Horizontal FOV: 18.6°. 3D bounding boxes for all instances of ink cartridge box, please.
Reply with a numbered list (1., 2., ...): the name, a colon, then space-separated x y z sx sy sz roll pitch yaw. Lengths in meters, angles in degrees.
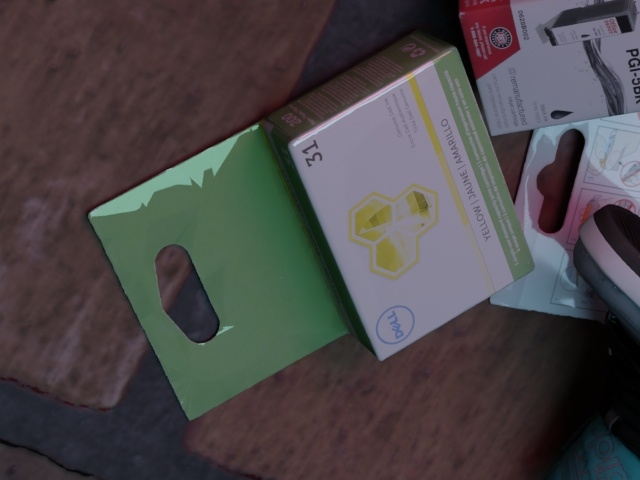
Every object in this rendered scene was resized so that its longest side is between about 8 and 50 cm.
1. ink cartridge box: 0.000 0.000 1.187 0.235 0.056 0.171 -31 121 -13
2. ink cartridge box: 0.241 -0.031 1.301 0.232 0.066 0.189 11 107 -7
3. ink cartridge box: 0.157 -0.125 1.162 0.135 0.056 0.099 -9 132 13

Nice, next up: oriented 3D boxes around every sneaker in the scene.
1. sneaker: 0.207 0.113 1.274 0.178 0.124 0.295 -37 123 14
